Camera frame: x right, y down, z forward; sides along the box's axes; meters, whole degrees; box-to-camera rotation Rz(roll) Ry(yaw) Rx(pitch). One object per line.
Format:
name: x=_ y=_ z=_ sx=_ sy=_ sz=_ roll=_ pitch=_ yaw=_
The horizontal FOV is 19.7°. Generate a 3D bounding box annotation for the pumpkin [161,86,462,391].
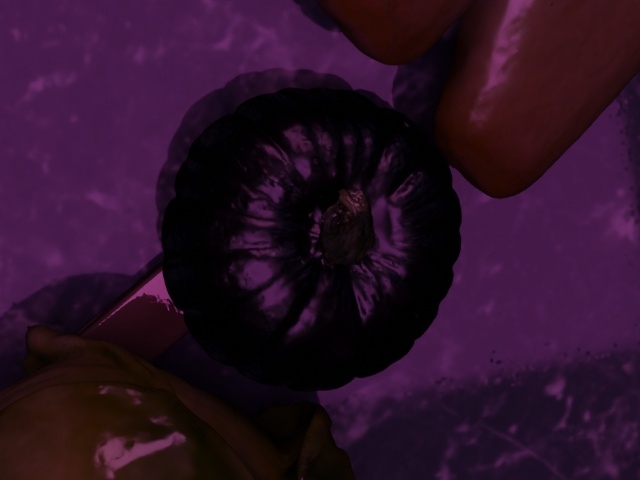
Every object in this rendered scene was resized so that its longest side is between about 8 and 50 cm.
pumpkin: x=-0.004 y=0.000 z=1.147 sx=0.194 sy=0.150 sz=0.194 roll=-10 pitch=123 yaw=-15

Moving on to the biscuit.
biscuit: x=0.148 y=-0.185 z=1.106 sx=0.291 sy=0.062 sz=0.237 roll=-46 pitch=132 yaw=-5

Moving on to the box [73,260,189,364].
box: x=-0.121 y=0.058 z=1.201 sx=0.115 sy=0.025 sz=0.048 roll=-41 pitch=100 yaw=2

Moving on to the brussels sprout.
brussels sprout: x=-0.118 y=0.193 z=1.123 sx=0.259 sy=0.227 sz=0.294 roll=41 pitch=72 yaw=-16
